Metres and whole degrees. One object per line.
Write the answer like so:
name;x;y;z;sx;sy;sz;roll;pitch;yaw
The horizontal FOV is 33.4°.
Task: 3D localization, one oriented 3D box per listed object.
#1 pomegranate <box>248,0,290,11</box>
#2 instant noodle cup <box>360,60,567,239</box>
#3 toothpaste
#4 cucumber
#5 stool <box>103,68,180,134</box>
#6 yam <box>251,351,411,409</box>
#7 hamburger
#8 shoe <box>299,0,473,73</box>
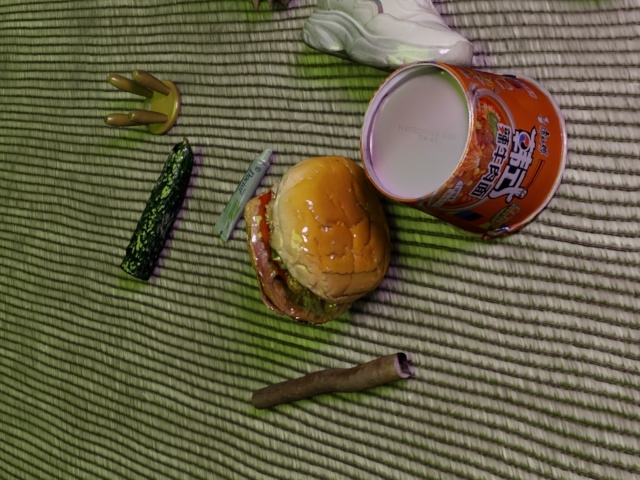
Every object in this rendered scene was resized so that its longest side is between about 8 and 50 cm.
pomegranate;-0.075;-0.550;1.795;0.285;0.284;0.341;47;148;37
instant noodle cup;0.188;-0.134;1.494;0.250;0.192;0.251;-8;78;43
toothpaste;-0.137;-0.084;1.911;0.048;0.029;0.197;51;121;36
cucumber;-0.302;-0.061;2.040;0.067;0.067;0.294;37;107;40
stool;-0.348;-0.271;2.084;0.135;0.110;0.134;-52;53;26
yam;0.011;0.231;1.711;0.326;0.045;0.045;-20;101;41
hamburger;0.000;0.000;1.633;0.163;0.244;0.245;-25;67;35
shoe;0.112;-0.367;1.645;0.342;0.132;0.211;27;105;46
